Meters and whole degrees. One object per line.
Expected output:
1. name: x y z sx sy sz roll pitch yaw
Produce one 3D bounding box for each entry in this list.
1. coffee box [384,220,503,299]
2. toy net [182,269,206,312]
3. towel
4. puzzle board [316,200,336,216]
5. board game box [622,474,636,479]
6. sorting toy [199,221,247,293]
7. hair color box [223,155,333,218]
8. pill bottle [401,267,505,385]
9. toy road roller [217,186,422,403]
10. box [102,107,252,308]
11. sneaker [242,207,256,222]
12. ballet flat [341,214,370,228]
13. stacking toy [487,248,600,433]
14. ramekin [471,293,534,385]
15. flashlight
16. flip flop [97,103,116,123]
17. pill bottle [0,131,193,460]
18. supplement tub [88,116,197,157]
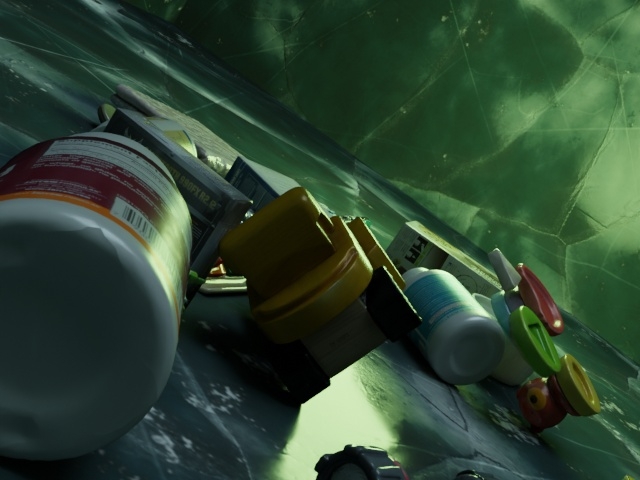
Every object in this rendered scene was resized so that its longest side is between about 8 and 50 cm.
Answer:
1. coffee box: 0.309 0.083 2.392 0.297 0.119 0.168 36 11 11
2. toy net: -0.264 0.034 1.199 0.232 0.045 0.122 19 -13 -20
3. towel: -0.271 -0.212 2.173 0.317 0.053 0.332 38 9 27
4. puzzle board: 0.002 -0.080 2.501 0.128 0.011 0.096 20 18 -50
5. board game box: 0.585 0.489 1.676 0.141 0.048 0.170 31 12 1
6. sorting toy: -0.170 -0.007 1.528 0.196 0.047 0.347 62 20 13
7. hair color box: -0.045 -0.020 1.910 0.174 0.105 0.347 21 17 -46
8. pill bottle: 0.231 0.149 1.861 0.146 0.146 0.264 27 14 -29
9. toy road roller: -0.021 0.037 1.340 0.240 0.202 0.329 55 3 -19
10. box: -0.230 -0.043 1.333 0.231 0.183 0.056 37 12 21
11. sneaker: -0.179 -0.050 1.771 0.228 0.086 0.132 37 2 -39
12. ballet flat: 0.072 -0.032 2.361 0.074 0.074 0.203 35 14 6
13. stacking toy: 0.368 0.188 1.820 0.279 0.130 0.309 35 30 -44
14. ramekin: 0.377 0.215 2.074 0.207 0.109 0.207 32 12 -8
15. flashlight: 0.118 0.292 1.110 0.304 0.103 0.103 18 16 -48
16. flip flop: -0.318 -0.191 1.935 0.277 0.080 0.112 35 12 8
17. pill bottle: -0.240 0.022 0.948 0.224 0.224 0.392 31 12 -13
18. supplement tub: -0.296 -0.128 1.580 0.144 0.144 0.199 35 13 7
